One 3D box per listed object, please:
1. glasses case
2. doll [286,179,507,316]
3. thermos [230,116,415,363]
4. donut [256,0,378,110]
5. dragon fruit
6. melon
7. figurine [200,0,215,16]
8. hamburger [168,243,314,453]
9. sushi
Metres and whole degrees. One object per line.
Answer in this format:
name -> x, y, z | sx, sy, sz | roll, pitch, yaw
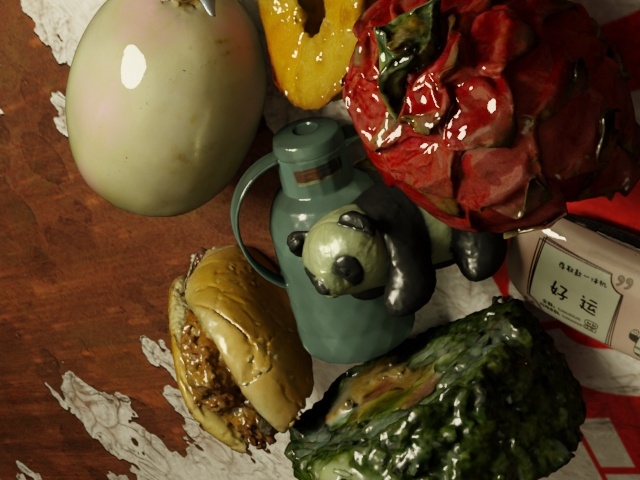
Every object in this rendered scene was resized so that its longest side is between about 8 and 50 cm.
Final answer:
glasses case -> 0.336, 0.065, 1.189 | 0.314, 0.075, 0.122 | 26, 135, 22
doll -> 0.085, -0.002, 1.236 | 0.135, 0.234, 0.143 | 67, 162, -11
thermos -> 0.000, 0.000, 1.355 | 0.145, 0.182, 0.286 | -123, 13, -59
donut -> 0.012, -0.229, 1.178 | 0.174, 0.075, 0.190 | -46, 60, 48
dragon fruit -> 0.158, -0.117, 1.060 | 0.299, 0.244, 0.244 | 29, 142, -11
melon -> -0.176, -0.158, 1.324 | 0.223, 0.223, 0.317 | 37, 144, 9
figurine -> -0.138, -0.329, 1.181 | 0.184, 0.208, 0.128 | -14, 144, 15
hamburger -> -0.113, 0.127, 1.484 | 0.155, 0.245, 0.282 | -38, 79, 16
sushi -> 0.123, 0.229, 1.350 | 0.178, 0.294, 0.352 | 54, 144, -6
